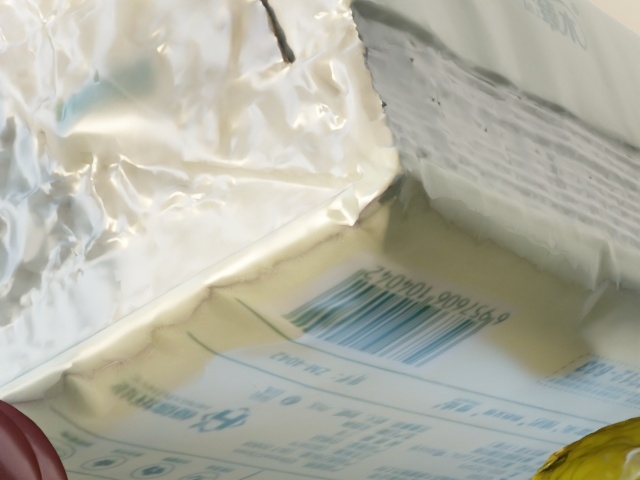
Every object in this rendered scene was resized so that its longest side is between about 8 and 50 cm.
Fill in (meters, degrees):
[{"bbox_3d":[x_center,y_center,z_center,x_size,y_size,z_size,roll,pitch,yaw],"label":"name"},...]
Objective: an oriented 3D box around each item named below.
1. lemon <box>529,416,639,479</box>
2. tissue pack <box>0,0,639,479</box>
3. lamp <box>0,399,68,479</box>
[{"bbox_3d":[0.171,0.192,0.766,0.245,0.245,0.320,51,-168,-34],"label":"lemon"},{"bbox_3d":[0.000,0.000,0.894,0.380,0.297,0.207,21,-133,-54],"label":"tissue pack"},{"bbox_3d":[-0.125,0.093,0.580,0.107,0.092,0.107,-37,-27,-22],"label":"lamp"}]
